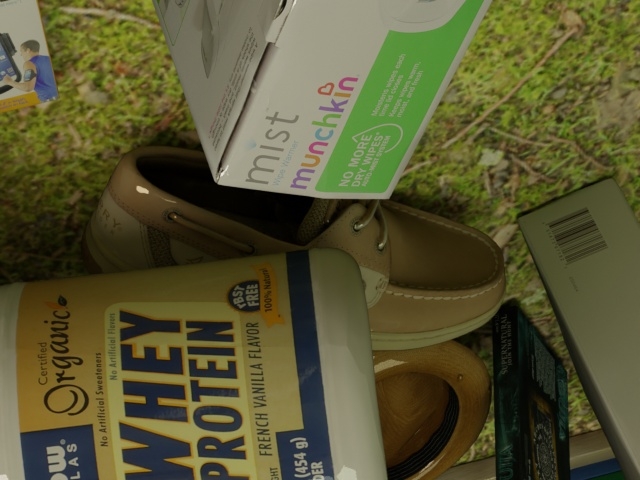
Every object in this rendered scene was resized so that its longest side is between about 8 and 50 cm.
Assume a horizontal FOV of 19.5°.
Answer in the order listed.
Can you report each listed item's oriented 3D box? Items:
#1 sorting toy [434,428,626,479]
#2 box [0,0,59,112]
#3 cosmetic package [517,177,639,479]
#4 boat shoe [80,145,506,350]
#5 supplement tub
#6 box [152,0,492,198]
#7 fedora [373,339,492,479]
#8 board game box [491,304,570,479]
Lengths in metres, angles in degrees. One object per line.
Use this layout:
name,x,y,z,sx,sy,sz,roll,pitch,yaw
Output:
sorting toy,0.224,0.310,1.834,0.257,0.089,0.255,-13,138,-11
box,-0.221,-0.138,1.210,0.081,0.028,0.136,-15,140,-8
cosmetic package,0.292,0.177,1.501,0.097,0.377,0.284,-23,140,2
boat shoe,0.000,0.000,1.381,0.341,0.121,0.110,5,133,-26
supplement tub,-0.118,0.132,1.255,0.316,0.228,0.228,-7,138,0
box,0.003,-0.197,1.089,0.127,0.231,0.262,4,132,-27
fedora,0.051,0.137,1.582,0.194,0.079,0.194,-12,133,-13
board game box,0.181,0.166,1.591,0.026,0.186,0.126,-13,143,23
